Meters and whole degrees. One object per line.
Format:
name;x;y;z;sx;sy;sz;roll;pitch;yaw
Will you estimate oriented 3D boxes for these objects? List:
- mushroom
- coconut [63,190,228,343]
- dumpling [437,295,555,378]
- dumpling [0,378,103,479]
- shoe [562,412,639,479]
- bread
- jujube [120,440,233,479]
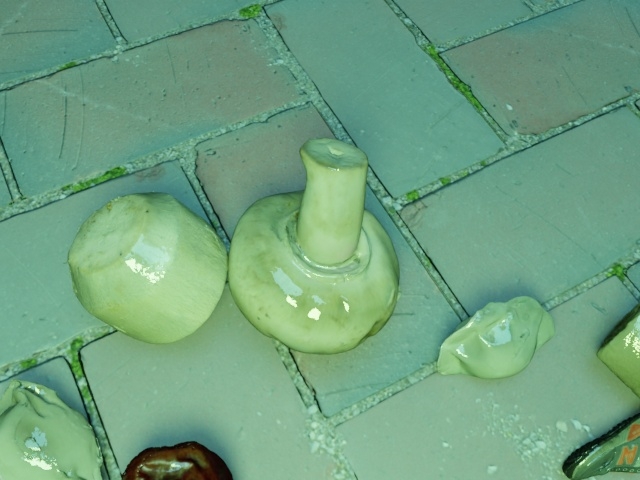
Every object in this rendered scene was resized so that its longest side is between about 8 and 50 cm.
mushroom;-0.021;0.016;1.060;0.315;0.315;0.356;-25;103;-16
coconut;-0.284;0.052;1.054;0.244;0.247;0.245;-17;49;20
dumpling;0.305;0.162;1.067;0.228;0.151;0.124;-18;36;-12
dumpling;-0.443;0.340;0.949;0.172;0.142;0.247;-44;74;14
shoe;0.493;0.354;1.011;0.194;0.074;0.077;-23;69;-18
bread;0.570;0.197;1.060;0.141;0.148;0.134;47;105;19
jujube;-0.209;0.417;0.885;0.183;0.183;0.243;-3;68;-5
